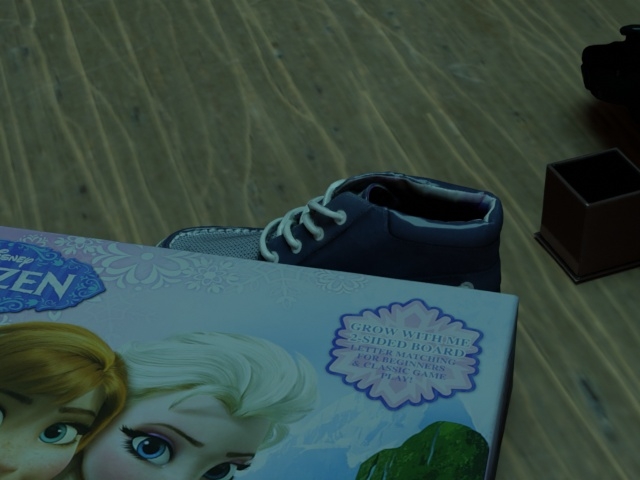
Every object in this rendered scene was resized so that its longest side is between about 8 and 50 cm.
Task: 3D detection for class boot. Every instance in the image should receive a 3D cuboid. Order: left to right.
[{"bbox_3d":[0.000,0.000,0.652,0.190,0.086,0.069,7,39,11],"label":"boot"}]

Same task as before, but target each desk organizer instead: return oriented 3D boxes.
[{"bbox_3d":[0.188,-0.025,0.707,0.130,0.050,0.047,-14,40,-16],"label":"desk organizer"}]

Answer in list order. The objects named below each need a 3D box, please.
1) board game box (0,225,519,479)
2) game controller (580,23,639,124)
[{"bbox_3d":[-0.097,0.122,0.515,0.319,0.066,0.318,7,38,11],"label":"board game box"},{"bbox_3d":[0.263,-0.086,0.682,0.166,0.067,0.319,-10,13,-8],"label":"game controller"}]
